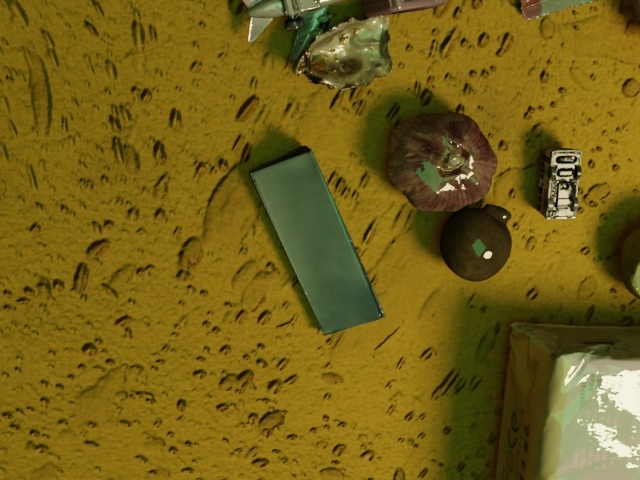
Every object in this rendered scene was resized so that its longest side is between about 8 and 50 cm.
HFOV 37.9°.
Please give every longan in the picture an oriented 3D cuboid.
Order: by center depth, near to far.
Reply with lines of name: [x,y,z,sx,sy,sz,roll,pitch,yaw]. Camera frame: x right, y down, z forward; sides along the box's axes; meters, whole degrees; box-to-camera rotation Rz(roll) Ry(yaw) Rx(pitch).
longan: [0.226,-0.002,1.336,0.106,0.106,0.119,37,90,-14]

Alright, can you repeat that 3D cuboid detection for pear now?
pear: [0.516,0.026,1.386,0.141,0.104,0.141,4,120,7]

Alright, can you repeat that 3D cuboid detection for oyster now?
oyster: [0.028,-0.256,1.270,0.148,0.051,0.103,-14,111,-26]

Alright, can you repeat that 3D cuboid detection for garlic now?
garlic: [0.170,-0.109,1.300,0.159,0.102,0.147,23,99,-12]

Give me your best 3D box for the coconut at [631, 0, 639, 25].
coconut: [0.507,-0.336,1.285,0.147,0.153,0.147,-3,94,-49]

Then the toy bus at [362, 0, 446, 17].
toy bus: [0.093,-0.395,1.214,0.108,0.096,0.198,-19,104,-28]

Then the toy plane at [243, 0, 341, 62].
toy plane: [-0.024,-0.322,1.246,0.171,0.065,0.162,-13,115,-1]

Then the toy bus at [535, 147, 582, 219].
toy bus: [0.346,-0.086,1.355,0.052,0.058,0.102,-2,107,-9]

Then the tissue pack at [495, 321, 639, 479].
tissue pack: [0.442,0.334,1.386,0.332,0.205,0.404,2,101,-10]

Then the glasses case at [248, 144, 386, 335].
glasses case: [0.000,0.000,1.331,0.105,0.056,0.266,-18,106,20]

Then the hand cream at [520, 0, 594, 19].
hand cream: [0.304,-0.480,1.262,0.125,0.078,0.340,-17,109,-6]
